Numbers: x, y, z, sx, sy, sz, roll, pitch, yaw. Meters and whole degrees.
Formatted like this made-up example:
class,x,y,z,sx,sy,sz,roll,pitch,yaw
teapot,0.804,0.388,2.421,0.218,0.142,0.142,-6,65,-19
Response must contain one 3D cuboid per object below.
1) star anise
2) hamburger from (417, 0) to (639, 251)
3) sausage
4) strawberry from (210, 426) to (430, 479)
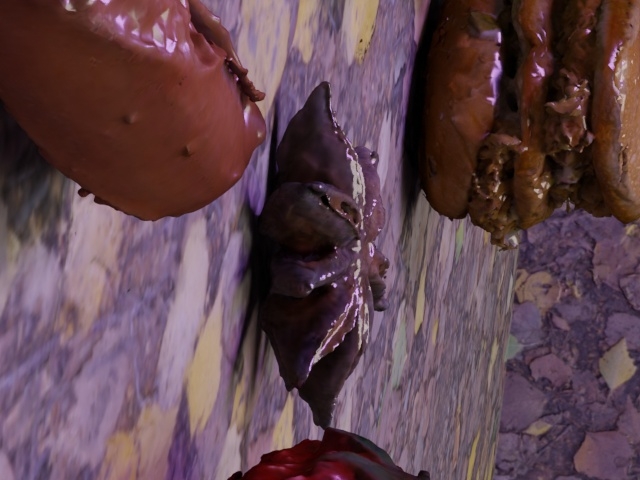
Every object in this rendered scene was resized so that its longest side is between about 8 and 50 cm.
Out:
class,x,y,z,sx,sy,sz,roll,pitch,yaw
star anise,0.000,0.000,1.020,0.195,0.065,0.182,-62,153,-51
hamburger,0.191,-0.116,1.540,0.245,0.211,0.260,-34,127,-71
sausage,-0.072,-0.087,0.520,0.087,0.079,0.326,-61,161,-21
strawberry,-0.045,0.193,0.847,0.236,0.111,0.190,-61,-172,20
